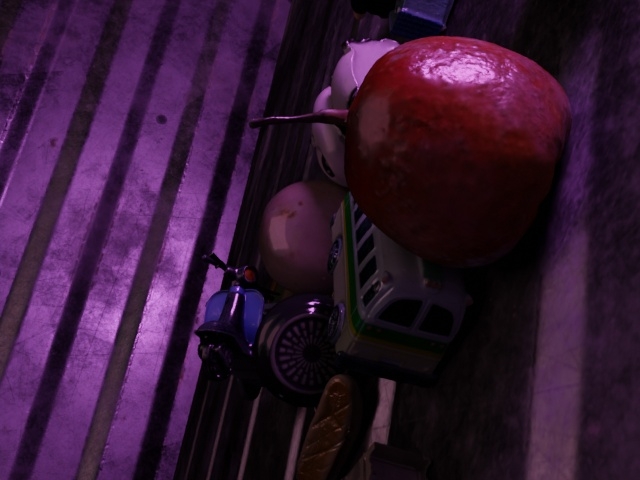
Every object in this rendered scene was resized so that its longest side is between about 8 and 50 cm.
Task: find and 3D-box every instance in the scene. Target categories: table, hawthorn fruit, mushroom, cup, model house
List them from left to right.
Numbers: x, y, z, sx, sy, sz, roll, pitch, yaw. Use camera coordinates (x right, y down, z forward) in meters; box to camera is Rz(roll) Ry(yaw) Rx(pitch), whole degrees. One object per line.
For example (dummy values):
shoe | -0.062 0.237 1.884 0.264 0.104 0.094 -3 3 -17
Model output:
cup | -0.017 0.189 1.199 0.176 0.169 0.223 -171 67 -80
mushroom | 0.000 0.000 1.325 0.204 0.204 0.204 -163 90 -77
table | 0.074 0.278 0.850 0.062 0.079 0.083 -88 21 -50
model house | 0.156 -0.372 1.270 0.148 0.119 0.148 -122 42 -72
hawthorn fruit | 0.132 -0.107 0.793 0.231 0.263 0.235 0 44 54

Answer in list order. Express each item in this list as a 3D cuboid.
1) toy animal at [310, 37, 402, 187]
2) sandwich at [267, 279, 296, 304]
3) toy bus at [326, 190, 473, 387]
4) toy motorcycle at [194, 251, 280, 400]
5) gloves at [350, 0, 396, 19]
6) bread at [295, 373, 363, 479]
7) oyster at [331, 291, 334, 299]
toy animal | 0.074 -0.188 1.231 0.235 0.165 0.187 126 147 -50
sandwich | -0.068 0.087 1.666 0.074 0.074 0.116 -100 29 -58
toy bus | 0.094 0.027 0.963 0.276 0.134 0.164 -92 22 -50
toy motorcycle | -0.123 0.165 1.369 0.358 0.125 0.212 46 -137 -63
gloves | 0.127 -0.510 1.539 0.164 0.124 0.203 -41 -7 10
bread | 0.019 0.284 1.114 0.073 0.053 0.214 33 116 31
oyster | 0.062 0.095 1.071 0.056 0.105 0.177 -28 38 29
